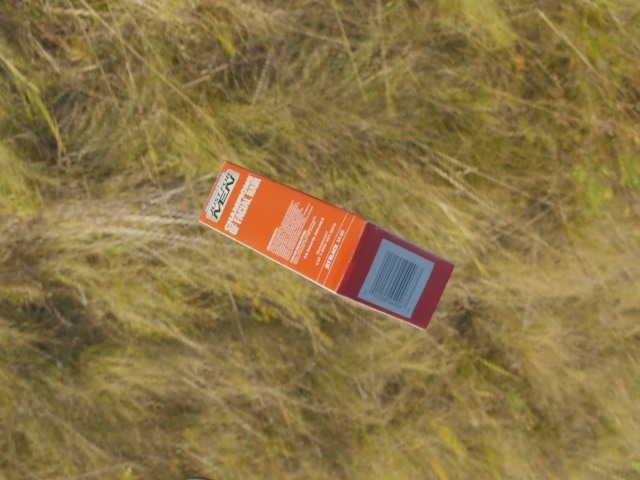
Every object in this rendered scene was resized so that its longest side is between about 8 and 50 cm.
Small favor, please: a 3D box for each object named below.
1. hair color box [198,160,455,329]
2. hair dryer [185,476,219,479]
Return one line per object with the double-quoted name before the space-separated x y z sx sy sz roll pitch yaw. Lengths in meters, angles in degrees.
"hair color box" 0.000 0.000 0.657 0.093 0.167 0.053 24 90 -41
"hair dryer" 0.089 0.184 0.427 0.294 0.080 0.223 0 154 31
